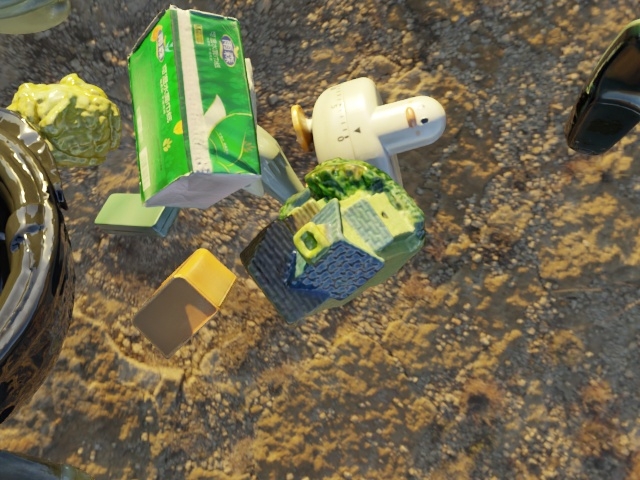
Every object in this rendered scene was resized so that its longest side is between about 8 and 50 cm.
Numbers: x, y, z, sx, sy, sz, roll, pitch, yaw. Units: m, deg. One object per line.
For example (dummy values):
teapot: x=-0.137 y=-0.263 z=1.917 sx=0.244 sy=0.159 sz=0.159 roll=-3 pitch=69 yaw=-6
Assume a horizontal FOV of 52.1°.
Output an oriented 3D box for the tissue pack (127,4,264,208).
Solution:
tissue pack: x=-0.142 y=-0.158 z=0.832 sx=0.156 sy=0.148 sz=0.209 roll=0 pitch=77 yaw=-34

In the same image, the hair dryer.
hair dryer: x=-0.112 y=-0.102 z=1.240 sx=0.229 sy=0.267 sz=0.092 roll=40 pitch=64 yaw=-5

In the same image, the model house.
model house: x=0.000 y=0.000 z=0.883 sx=0.214 sy=0.189 sz=0.195 roll=-38 pitch=85 yaw=36

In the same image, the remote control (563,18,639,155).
remote control: x=0.308 y=-0.149 z=0.670 sx=0.072 sy=0.222 sz=0.042 roll=16 pitch=73 yaw=6

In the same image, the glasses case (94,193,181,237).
glasses case: x=-0.356 y=-0.049 z=1.270 sx=0.039 sy=0.184 sz=0.078 roll=50 pitch=54 yaw=-43

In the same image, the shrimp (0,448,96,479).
shrimp: x=-0.280 y=0.236 z=0.555 sx=0.150 sy=0.051 sz=0.217 roll=-42 pitch=122 yaw=12

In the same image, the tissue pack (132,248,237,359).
tissue pack: x=-0.346 y=0.151 z=1.701 sx=0.194 sy=0.274 sz=0.145 roll=-41 pitch=99 yaw=10

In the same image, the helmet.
helmet: x=-0.290 y=0.038 z=0.482 sx=0.230 sy=0.279 sz=0.160 roll=-2 pitch=143 yaw=-3

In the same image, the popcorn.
popcorn: x=-0.568 y=-0.265 z=1.458 sx=0.256 sy=0.255 sz=0.195 roll=4 pitch=111 yaw=5

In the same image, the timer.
timer: x=0.089 y=-0.153 z=1.070 sx=0.240 sy=0.233 sz=0.234 roll=-14 pitch=102 yaw=12

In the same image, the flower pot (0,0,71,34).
flower pot: x=-0.467 y=-0.336 z=0.763 sx=0.367 sy=0.254 sz=0.165 roll=-11 pitch=88 yaw=-36
